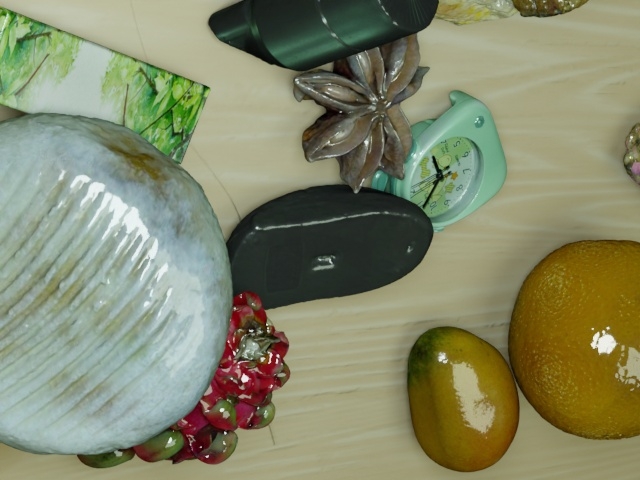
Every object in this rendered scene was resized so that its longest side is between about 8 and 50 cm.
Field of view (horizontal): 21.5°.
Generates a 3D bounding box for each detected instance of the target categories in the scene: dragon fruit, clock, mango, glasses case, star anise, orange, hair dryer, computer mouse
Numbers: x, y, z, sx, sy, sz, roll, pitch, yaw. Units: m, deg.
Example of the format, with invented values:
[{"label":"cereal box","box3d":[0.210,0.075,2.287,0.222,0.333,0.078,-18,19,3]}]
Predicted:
[{"label":"dragon fruit","box3d":[-0.170,0.160,1.894,0.272,0.218,0.198,-31,171,-17]},{"label":"clock","box3d":[0.142,-0.087,2.106,0.188,0.060,0.148,-35,131,-18]},{"label":"mango","box3d":[0.192,0.209,2.267,0.151,0.120,0.221,-19,116,-19]},{"label":"glasses case","box3d":[-0.246,-0.161,1.759,0.272,0.062,0.095,19,95,-43]},{"label":"star anise","box3d":[0.042,-0.163,1.967,0.197,0.073,0.212,9,98,-41]},{"label":"orange","box3d":[0.383,0.133,2.278,0.274,0.274,0.274,-18,124,-30]},{"label":"hair dryer","box3d":[-0.012,-0.338,1.810,0.116,0.244,0.302,2,80,-49]},{"label":"computer mouse","box3d":[0.000,0.000,2.023,0.269,0.086,0.138,-10,127,-21]}]

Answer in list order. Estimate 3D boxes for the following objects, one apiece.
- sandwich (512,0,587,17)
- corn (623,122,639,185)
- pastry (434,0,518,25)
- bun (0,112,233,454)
[{"label":"sandwich","box3d":[0.293,-0.401,1.989,0.288,0.099,0.254,-24,104,-61]},{"label":"corn","box3d":[0.540,-0.069,2.390,0.127,0.126,0.335,-53,135,-2]},{"label":"pastry","box3d":[0.114,-0.299,1.925,0.258,0.121,0.089,1,89,-36]},{"label":"bun","box3d":[-0.261,0.041,1.723,0.361,0.211,0.362,0,108,1]}]
